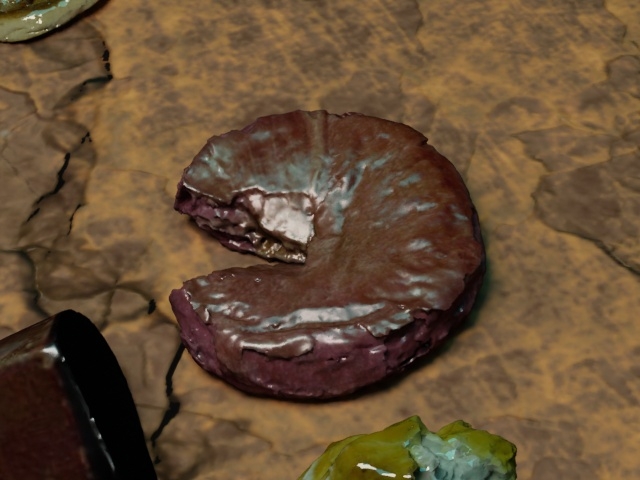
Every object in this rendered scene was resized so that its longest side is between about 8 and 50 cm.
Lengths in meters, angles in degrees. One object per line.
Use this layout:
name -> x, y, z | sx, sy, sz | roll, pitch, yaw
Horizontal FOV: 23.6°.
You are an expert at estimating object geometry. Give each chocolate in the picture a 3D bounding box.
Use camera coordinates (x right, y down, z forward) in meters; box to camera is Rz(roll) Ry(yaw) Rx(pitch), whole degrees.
chocolate -> -0.151, 0.108, 0.846 | 0.080, 0.125, 0.148 | -24, 54, 4

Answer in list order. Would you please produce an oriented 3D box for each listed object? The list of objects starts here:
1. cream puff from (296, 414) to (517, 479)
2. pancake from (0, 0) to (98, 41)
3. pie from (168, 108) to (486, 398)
cream puff -> 0.048, 0.165, 0.784 | 0.121, 0.156, 0.156 | -32, 38, 33
pancake -> -0.230, -0.211, 1.185 | 0.158, 0.028, 0.158 | -3, 48, 4
pie -> 0.000, 0.000, 0.966 | 0.204, 0.054, 0.218 | -14, 49, -9
